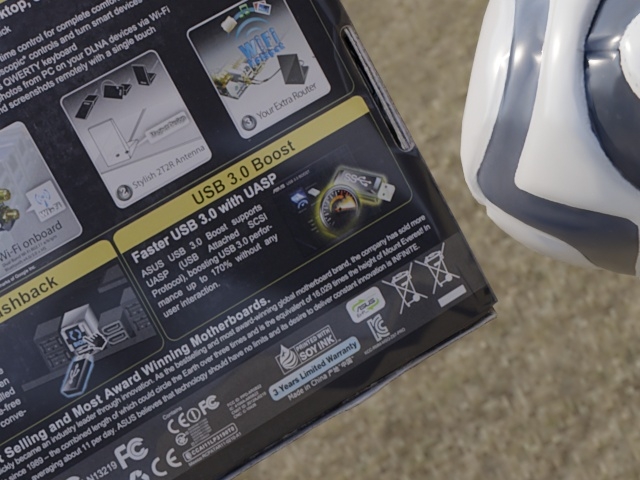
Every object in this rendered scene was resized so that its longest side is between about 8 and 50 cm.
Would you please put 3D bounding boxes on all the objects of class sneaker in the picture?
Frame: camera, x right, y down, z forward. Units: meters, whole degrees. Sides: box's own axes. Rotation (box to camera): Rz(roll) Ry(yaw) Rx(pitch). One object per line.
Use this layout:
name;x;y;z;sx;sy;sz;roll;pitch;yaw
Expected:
sneaker;0.164;-0.016;0.365;0.153;0.235;0.094;2;76;56

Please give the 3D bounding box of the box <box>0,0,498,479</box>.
box;-0.175;-0.013;0.617;0.395;0.318;0.097;-31;10;-15
